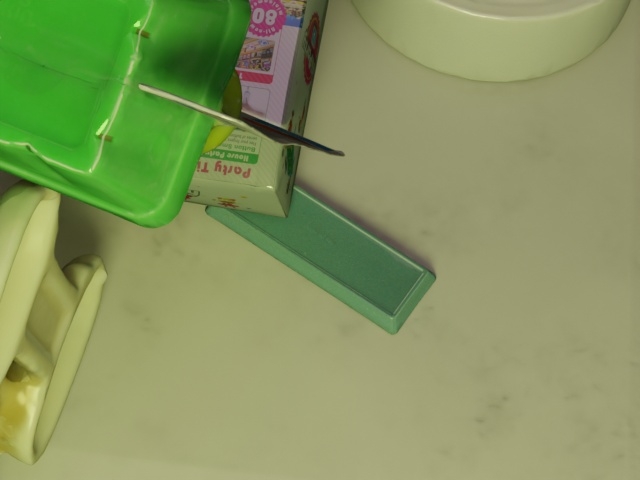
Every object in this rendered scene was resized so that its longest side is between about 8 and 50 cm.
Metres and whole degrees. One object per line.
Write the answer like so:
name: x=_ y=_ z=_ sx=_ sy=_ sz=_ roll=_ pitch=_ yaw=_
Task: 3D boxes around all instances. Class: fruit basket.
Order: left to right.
fruit basket: x=-0.156 y=-0.128 z=0.950 sx=0.327 sy=0.353 sz=0.165 roll=21 pitch=100 yaw=10

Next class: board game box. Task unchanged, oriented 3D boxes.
board game box: x=-0.112 y=-0.189 z=1.187 sx=0.224 sy=0.097 sz=0.303 roll=9 pitch=78 yaw=7

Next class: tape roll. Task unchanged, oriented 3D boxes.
tape roll: x=0.155 y=-0.287 z=1.308 sx=0.286 sy=0.100 sz=0.286 roll=1 pitch=64 yaw=-3

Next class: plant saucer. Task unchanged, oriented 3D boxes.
plant saucer: x=0.000 y=0.000 z=1.198 sx=0.192 sy=0.018 sz=0.067 roll=33 pitch=66 yaw=11

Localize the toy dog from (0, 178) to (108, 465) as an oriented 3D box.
toy dog: x=-0.402 y=0.076 z=1.019 sx=0.408 sy=0.284 sz=0.395 roll=18 pitch=84 yaw=6
